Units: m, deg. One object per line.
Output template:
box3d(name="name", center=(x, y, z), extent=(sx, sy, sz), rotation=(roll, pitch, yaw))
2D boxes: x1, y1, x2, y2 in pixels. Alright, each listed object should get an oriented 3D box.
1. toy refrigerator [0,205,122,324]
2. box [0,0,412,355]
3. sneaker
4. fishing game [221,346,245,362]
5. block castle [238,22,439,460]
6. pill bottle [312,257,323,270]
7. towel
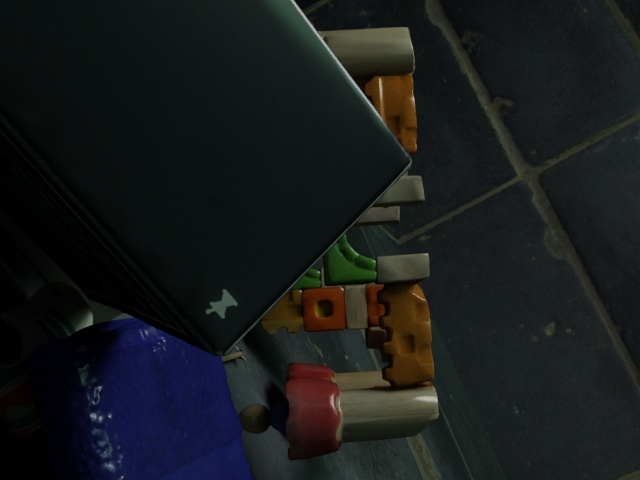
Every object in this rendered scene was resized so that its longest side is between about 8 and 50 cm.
box3d(name="toy refrigerator", center=(-0.235, -0.063, 0.870), extent=(0.269, 0.094, 0.102), rotation=(55, 14, -26))
box3d(name="box", center=(-0.144, -0.104, 0.660), extent=(0.296, 0.183, 0.294), rotation=(51, -17, -20))
box3d(name="sneaker", center=(-0.215, 0.067, 0.748), extent=(0.161, 0.057, 0.075), rotation=(-94, 159, -56))
box3d(name="fishing game", center=(-0.155, 0.019, 1.145), extent=(0.264, 0.041, 0.189), rotation=(64, 14, 8))
box3d(name="block castle", center=(0.000, 0.000, 1.149), extent=(0.303, 0.212, 0.453), rotation=(105, -18, -87))
box3d(name="pill bottle", center=(-0.049, -0.039, 1.447), extent=(0.146, 0.146, 0.264), rotation=(54, 15, -30))
box3d(name="towel", center=(-0.115, 0.208, 0.732), extent=(0.227, 0.076, 0.308), rotation=(-4, 79, -71))
